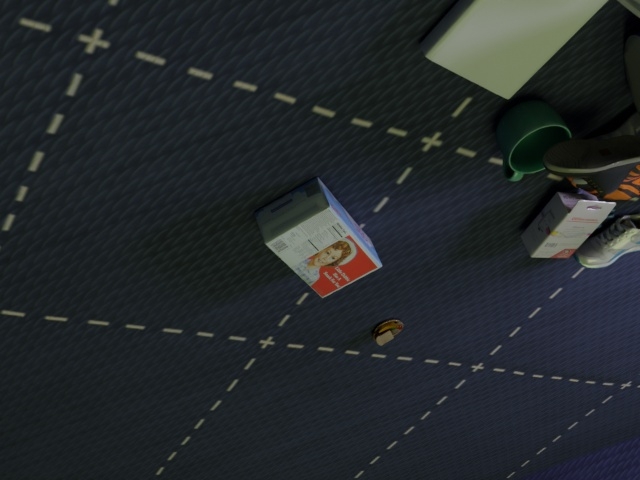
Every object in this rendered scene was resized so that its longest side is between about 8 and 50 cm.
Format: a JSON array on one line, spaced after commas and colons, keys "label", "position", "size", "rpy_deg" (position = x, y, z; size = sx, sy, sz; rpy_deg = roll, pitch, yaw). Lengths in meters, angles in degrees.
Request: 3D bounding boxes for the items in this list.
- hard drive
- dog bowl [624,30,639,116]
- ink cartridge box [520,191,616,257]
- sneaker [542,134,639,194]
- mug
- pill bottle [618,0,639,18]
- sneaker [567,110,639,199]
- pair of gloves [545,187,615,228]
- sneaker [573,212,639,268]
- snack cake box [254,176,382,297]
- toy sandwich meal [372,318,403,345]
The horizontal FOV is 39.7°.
[{"label": "hard drive", "position": [0.366, -0.411, 1.505], "size": [0.233, 0.047, 0.353], "rpy_deg": [16, 129, -38]}, {"label": "dog bowl", "position": [0.662, -0.275, 1.625], "size": [0.104, 0.264, 0.265], "rpy_deg": [-22, 143, 6]}, {"label": "ink cartridge box", "position": [0.555, -0.045, 1.989], "size": [0.115, 0.067, 0.198], "rpy_deg": [2, 141, -27]}, {"label": "sneaker", "position": [0.524, -0.133, 1.729], "size": [0.222, 0.083, 0.118], "rpy_deg": [-7, 143, -16]}, {"label": "mug", "position": [0.399, -0.202, 1.736], "size": [0.158, 0.097, 0.129], "rpy_deg": [-35, 141, 21]}, {"label": "pill bottle", "position": [0.619, -0.492, 1.346], "size": [0.210, 0.210, 0.363], "rpy_deg": [20, 113, -40]}, {"label": "sneaker", "position": [0.687, -0.185, 1.868], "size": [0.321, 0.124, 0.180], "rpy_deg": [-20, 154, 31]}, {"label": "pair of gloves", "position": [0.602, -0.069, 2.054], "size": [0.159, 0.023, 0.198], "rpy_deg": [-26, 143, 7]}, {"label": "sneaker", "position": [0.714, -0.008, 2.137], "size": [0.229, 0.087, 0.092], "rpy_deg": [-22, 136, -9]}, {"label": "snack cake box", "position": [0.000, 0.000, 1.818], "size": [0.152, 0.089, 0.264], "rpy_deg": [-30, 142, 10]}, {"label": "toy sandwich meal", "position": [0.171, 0.231, 2.228], "size": [0.086, 0.029, 0.085], "rpy_deg": [-12, 142, -10]}]
